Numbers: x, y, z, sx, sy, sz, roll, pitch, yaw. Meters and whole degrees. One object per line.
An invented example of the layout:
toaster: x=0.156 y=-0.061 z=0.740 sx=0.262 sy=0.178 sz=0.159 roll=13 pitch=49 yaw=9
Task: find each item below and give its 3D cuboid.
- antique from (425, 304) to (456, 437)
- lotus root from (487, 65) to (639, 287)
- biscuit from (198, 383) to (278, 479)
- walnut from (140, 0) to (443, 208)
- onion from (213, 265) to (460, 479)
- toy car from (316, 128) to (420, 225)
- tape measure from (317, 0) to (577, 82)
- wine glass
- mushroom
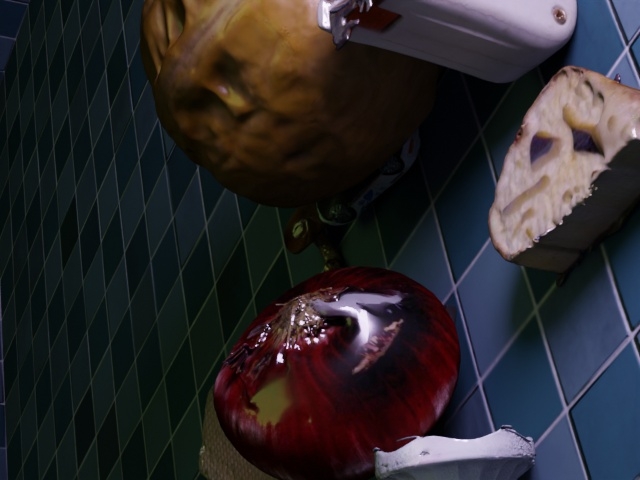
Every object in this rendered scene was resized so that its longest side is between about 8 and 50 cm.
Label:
antique: x=0.130 y=0.168 z=1.770 sx=0.031 sy=0.015 sz=0.192 roll=175 pitch=103 yaw=-66
lotus root: x=0.248 y=-0.079 z=1.514 sx=0.261 sy=0.074 sz=0.170 roll=122 pitch=150 yaw=-42
biscuit: x=-0.067 y=0.306 z=2.101 sx=0.426 sy=0.078 sz=0.144 roll=-152 pitch=71 yaw=-66
walnut: x=-0.040 y=-0.226 z=1.801 sx=0.354 sy=0.308 sz=0.398 roll=63 pitch=143 yaw=26
onion: x=0.032 y=0.167 z=1.728 sx=0.273 sy=0.285 sz=0.273 roll=-23 pitch=29 yaw=14
toy car: x=0.058 y=-0.092 z=1.972 sx=0.205 sy=0.056 sz=0.095 roll=-47 pitch=41 yaw=46
tape measure: x=0.131 y=-0.289 z=1.611 sx=0.130 sy=0.258 sz=0.265 roll=-35 pitch=49 yaw=52
wine glass: x=0.143 y=0.288 z=1.538 sx=0.165 sy=0.164 sz=0.197 roll=-40 pitch=54 yaw=57
mushroom: x=-0.007 y=-0.007 z=2.081 sx=0.088 sy=0.073 sz=0.129 roll=-38 pitch=41 yaw=10
